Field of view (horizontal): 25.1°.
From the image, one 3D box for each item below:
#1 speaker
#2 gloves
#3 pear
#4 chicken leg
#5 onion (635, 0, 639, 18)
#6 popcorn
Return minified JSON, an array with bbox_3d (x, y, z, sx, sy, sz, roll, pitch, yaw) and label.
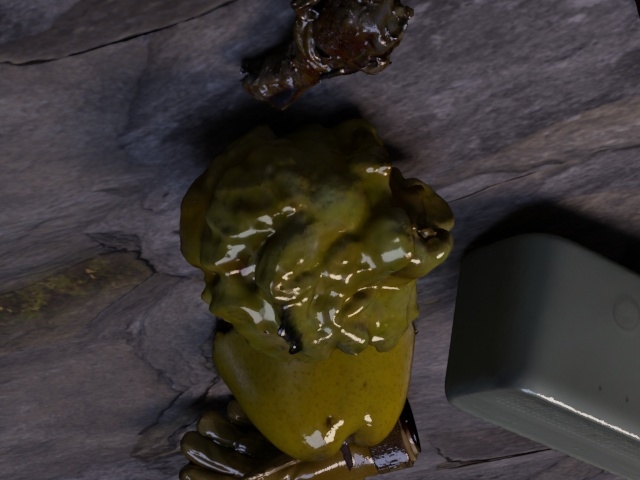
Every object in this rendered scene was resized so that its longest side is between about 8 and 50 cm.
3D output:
[{"bbox_3d":[0.341,0.155,1.685,0.406,0.184,0.183,24,156,-24],"label":"speaker"},{"bbox_3d":[-0.029,0.291,1.964,0.331,0.154,0.141,-12,145,-1],"label":"gloves"},{"bbox_3d":[-0.002,0.189,1.787,0.267,0.178,0.267,-3,143,-2],"label":"pear"},{"bbox_3d":[0.008,-0.182,1.311,0.125,0.080,0.196,16,151,-12],"label":"chicken leg"},{"bbox_3d":[0.329,-0.250,1.147,0.195,0.140,0.218,-34,104,5],"label":"onion"},{"bbox_3d":[0.000,0.000,1.464,0.286,0.215,0.252,29,102,-43],"label":"popcorn"}]
